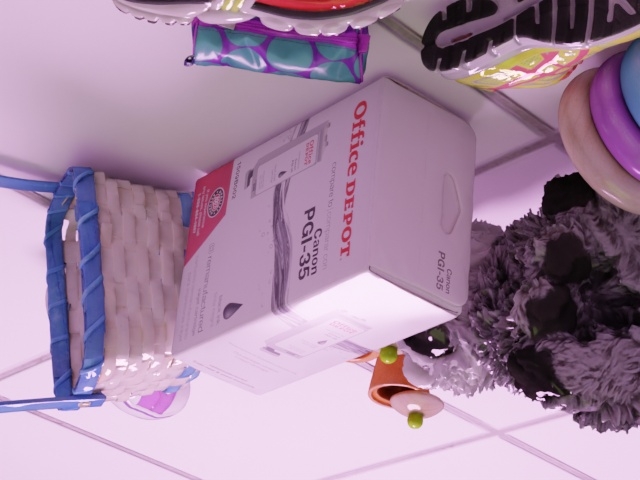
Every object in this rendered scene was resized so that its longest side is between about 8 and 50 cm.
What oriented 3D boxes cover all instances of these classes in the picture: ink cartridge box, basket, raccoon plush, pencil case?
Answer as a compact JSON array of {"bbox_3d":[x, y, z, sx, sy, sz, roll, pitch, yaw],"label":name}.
[{"bbox_3d":[0.000,0.000,1.434,0.117,0.207,0.283,27,145,-32],"label":"ink cartridge box"},{"bbox_3d":[-0.255,0.055,1.540,0.289,0.254,0.201,6,155,-22],"label":"basket"},{"bbox_3d":[0.268,0.113,1.473,0.446,0.216,0.299,31,162,-13],"label":"raccoon plush"},{"bbox_3d":[-0.035,-0.169,1.287,0.152,0.064,0.070,6,176,0],"label":"pencil case"}]

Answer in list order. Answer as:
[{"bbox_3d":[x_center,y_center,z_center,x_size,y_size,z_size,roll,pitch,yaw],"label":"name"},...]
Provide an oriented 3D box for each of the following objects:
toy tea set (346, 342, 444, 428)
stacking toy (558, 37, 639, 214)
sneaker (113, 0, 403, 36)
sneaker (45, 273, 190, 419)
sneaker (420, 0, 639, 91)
[{"bbox_3d":[0.075,0.125,1.722,0.200,0.124,0.336,-10,146,28],"label":"toy tea set"},{"bbox_3d":[0.337,-0.153,1.194,0.141,0.141,0.330,22,141,-24],"label":"stacking toy"},{"bbox_3d":[-0.044,-0.226,1.157,0.279,0.107,0.118,-2,140,10],"label":"sneaker"},{"bbox_3d":[-0.185,0.126,1.809,0.161,0.102,0.282,-9,147,20],"label":"sneaker"},{"bbox_3d":[0.189,-0.167,1.242,0.208,0.081,0.094,-9,155,38],"label":"sneaker"}]
